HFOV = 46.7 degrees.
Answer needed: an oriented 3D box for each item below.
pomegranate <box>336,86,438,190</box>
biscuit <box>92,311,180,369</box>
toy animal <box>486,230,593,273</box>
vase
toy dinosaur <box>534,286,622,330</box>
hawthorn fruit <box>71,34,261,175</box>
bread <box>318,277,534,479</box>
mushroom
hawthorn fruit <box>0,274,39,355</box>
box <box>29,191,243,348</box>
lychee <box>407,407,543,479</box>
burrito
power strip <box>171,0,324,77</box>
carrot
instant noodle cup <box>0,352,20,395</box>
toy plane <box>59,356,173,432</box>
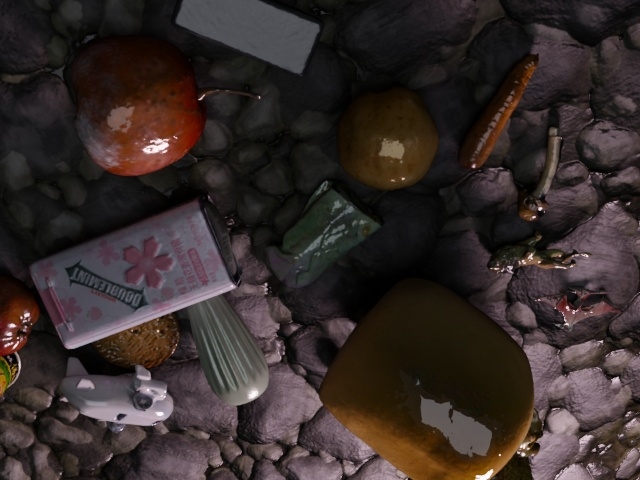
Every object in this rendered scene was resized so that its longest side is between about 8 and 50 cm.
[{"bbox_3d":[0.118,-0.172,1.330,0.196,0.196,0.196,-2,116,-4],"label":"pomegranate"},{"bbox_3d":[-0.384,0.185,1.536,0.187,0.027,0.188,-2,114,-3],"label":"biscuit"},{"bbox_3d":[0.446,0.026,1.506,0.219,0.069,0.086,0,137,1],"label":"toy animal"},{"bbox_3d":[-0.197,0.210,1.516,0.128,0.128,0.248,-21,106,5],"label":"vase"},{"bbox_3d":[0.552,0.144,1.589,0.220,0.032,0.108,9,111,-19],"label":"toy dinosaur"},{"bbox_3d":[-0.303,-0.230,1.246,0.235,0.262,0.231,52,130,18],"label":"hawthorn fruit"},{"bbox_3d":[0.221,0.280,1.438,0.376,0.253,0.348,39,83,5],"label":"bread"},{"bbox_3d":[0.430,-0.128,1.442,0.060,0.061,0.187,11,103,-24],"label":"mushroom"},{"bbox_3d":[-0.657,0.131,1.436,0.203,0.163,0.163,24,113,4],"label":"hawthorn fruit"},{"bbox_3d":[-0.344,0.057,1.420,0.369,0.112,0.190,-20,101,4],"label":"box"},{"bbox_3d":[0.341,0.503,1.621,0.319,0.270,0.270,-13,117,22],"label":"lychee"},{"bbox_3d":[0.000,0.000,1.447,0.144,0.089,0.229,39,105,-17],"label":"burrito"},{"bbox_3d":[-0.128,-0.376,1.265,0.256,0.070,0.105,19,110,-15],"label":"power strip"},{"bbox_3d":[0.330,-0.239,1.375,0.059,0.059,0.248,24,109,-15],"label":"carrot"},{"bbox_3d":[-0.700,0.280,1.504,0.151,0.122,0.152,-3,116,-6],"label":"instant noodle cup"},{"bbox_3d":[-0.420,0.320,1.542,0.244,0.118,0.245,-3,146,-2],"label":"toy plane"}]
